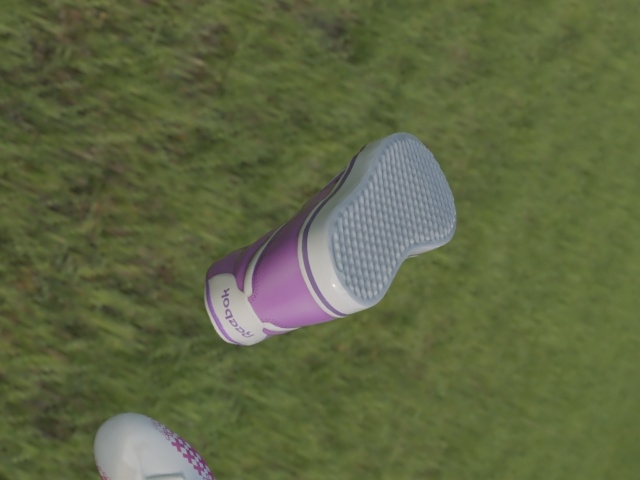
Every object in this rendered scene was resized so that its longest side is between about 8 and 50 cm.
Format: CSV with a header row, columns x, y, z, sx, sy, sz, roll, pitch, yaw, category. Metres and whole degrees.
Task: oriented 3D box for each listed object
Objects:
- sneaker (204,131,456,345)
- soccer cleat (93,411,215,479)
x,y,z,sx,sy,sz,roll,pitch,yaw,category
-0.001,-0.001,1.186,0.161,0.102,0.282,-25,-175,30,sneaker
-0.147,0.344,1.736,0.116,0.331,0.143,-35,-172,-8,soccer cleat
